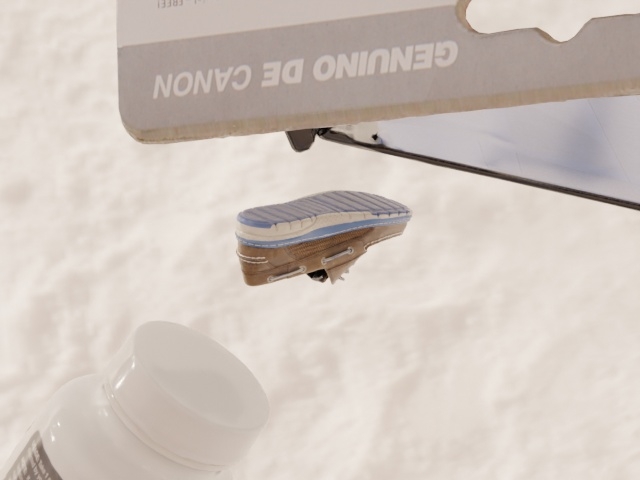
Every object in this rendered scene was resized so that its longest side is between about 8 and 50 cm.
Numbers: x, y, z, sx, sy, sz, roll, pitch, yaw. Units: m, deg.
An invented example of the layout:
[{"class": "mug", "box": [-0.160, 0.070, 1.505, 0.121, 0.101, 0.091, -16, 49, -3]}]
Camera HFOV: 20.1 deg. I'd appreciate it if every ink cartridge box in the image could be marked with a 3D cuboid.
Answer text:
[{"class": "ink cartridge box", "box": [0.091, -0.167, 0.580, 0.309, 0.130, 0.272, -4, 83, 25]}]

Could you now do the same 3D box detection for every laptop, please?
[{"class": "laptop", "box": [0.082, -0.175, 0.921, 0.236, 0.382, 0.408, -21, 103, 8]}]

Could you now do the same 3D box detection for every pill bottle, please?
[{"class": "pill bottle", "box": [-0.180, 0.223, 1.481, 0.176, 0.176, 0.318, 43, 113, 16]}]

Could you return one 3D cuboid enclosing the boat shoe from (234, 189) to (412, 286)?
[{"class": "boat shoe", "box": [0.000, 0.000, 1.516, 0.066, 0.183, 0.066, 27, 116, 46]}]
